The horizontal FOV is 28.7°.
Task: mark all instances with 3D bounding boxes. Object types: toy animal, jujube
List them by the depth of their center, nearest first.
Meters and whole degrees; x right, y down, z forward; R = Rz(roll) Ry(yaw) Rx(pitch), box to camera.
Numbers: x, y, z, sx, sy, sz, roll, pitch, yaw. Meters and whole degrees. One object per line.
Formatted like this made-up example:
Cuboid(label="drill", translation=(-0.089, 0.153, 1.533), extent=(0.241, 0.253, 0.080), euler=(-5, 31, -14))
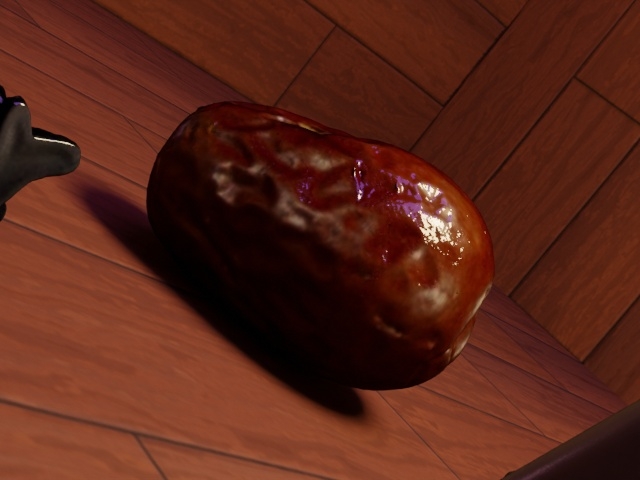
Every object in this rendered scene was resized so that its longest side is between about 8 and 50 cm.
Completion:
Cuboid(label="toy animal", translation=(-0.265, -0.072, 0.827), extent=(0.210, 0.121, 0.117), euler=(36, -13, 30))
Cuboid(label="jujube", translation=(0.000, 0.000, 1.129), extent=(0.318, 0.223, 0.223), euler=(30, 7, 9))

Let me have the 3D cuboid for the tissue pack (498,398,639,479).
Cuboid(label="tissue pack", translation=(0.246, 0.223, 0.740), extent=(0.276, 0.267, 0.387), euler=(63, 9, 16))
